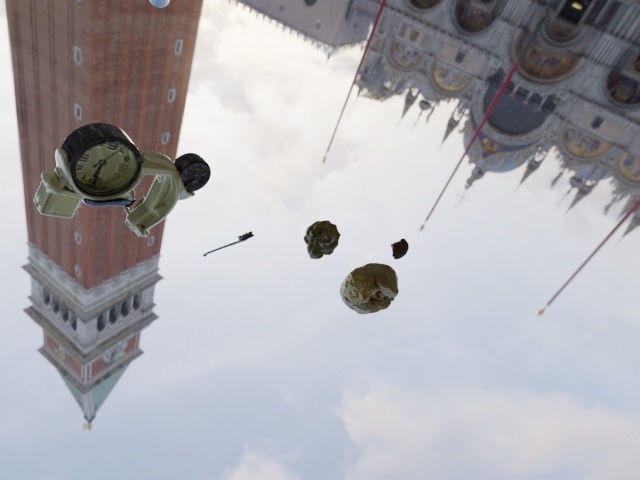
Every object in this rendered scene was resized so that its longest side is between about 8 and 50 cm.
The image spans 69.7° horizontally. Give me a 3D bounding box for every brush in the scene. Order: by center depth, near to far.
[{"bbox_3d":[-0.337,0.014,1.639,0.062,0.266,0.027,-33,-79,-54],"label":"brush"}]

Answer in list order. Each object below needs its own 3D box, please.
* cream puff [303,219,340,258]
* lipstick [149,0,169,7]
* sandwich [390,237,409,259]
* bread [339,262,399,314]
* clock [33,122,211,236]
[{"bbox_3d":[0.000,0.000,1.719,0.146,0.146,0.116,25,-157,3],"label":"cream puff"},{"bbox_3d":[-0.340,-0.551,0.969,0.048,0.047,0.158,8,177,-20],"label":"lipstick"},{"bbox_3d":[0.321,0.035,1.868,0.101,0.026,0.069,-28,-100,-29],"label":"sandwich"},{"bbox_3d":[0.200,0.203,1.834,0.245,0.244,0.134,4,-144,-24],"label":"bread"},{"bbox_3d":[-0.482,-0.140,1.166,0.120,0.276,0.379,47,-163,33],"label":"clock"}]
